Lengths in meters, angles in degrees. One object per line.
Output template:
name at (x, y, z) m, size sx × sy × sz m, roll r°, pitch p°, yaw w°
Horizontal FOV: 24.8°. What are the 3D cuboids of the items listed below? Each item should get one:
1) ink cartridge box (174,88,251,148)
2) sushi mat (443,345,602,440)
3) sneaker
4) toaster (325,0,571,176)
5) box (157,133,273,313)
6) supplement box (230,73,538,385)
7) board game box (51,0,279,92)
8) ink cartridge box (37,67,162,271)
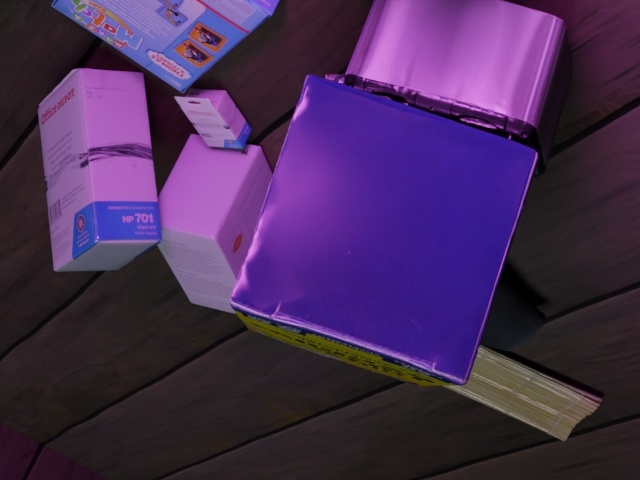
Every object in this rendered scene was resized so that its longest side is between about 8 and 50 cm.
ink cartridge box at (-0.114, -0.135, 1.545) m, size 0.048 × 0.028 × 0.083 m, roll 7°, pitch 149°, yaw 31°
sushi mat at (0.191, 0.163, 1.848) m, size 0.317 × 0.019 × 0.151 m, roll 25°, pitch 155°, yaw 1°
sneaker at (0.145, 0.089, 1.681) m, size 0.118 × 0.083 × 0.222 m, roll 40°, pitch 149°, yaw -29°
toaster at (0.115, -0.135, 1.228) m, size 0.168 × 0.110 × 0.186 m, roll 16°, pitch 174°, yaw 15°
box at (-0.108, -0.015, 1.646) m, size 0.091 × 0.130 × 0.170 m, roll 12°, pitch 150°, yaw 23°
supplement box at (0.046, 0.009, 1.277) m, size 0.194 × 0.195 × 0.356 m, roll 18°, pitch 174°, yaw 1°
board game box at (-0.150, -0.231, 1.388) m, size 0.160 × 0.039 × 0.211 m, roll 33°, pitch 151°, yaw -17°
ink cartridge box at (-0.241, -0.073, 1.574) m, size 0.082 × 0.190 × 0.140 m, roll 1°, pitch 166°, yaw -29°
